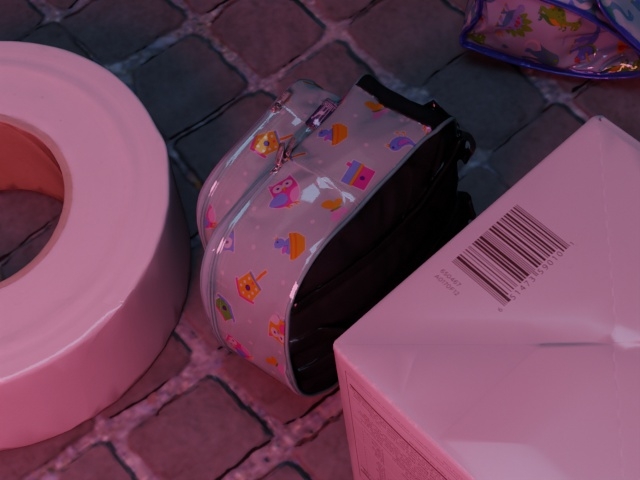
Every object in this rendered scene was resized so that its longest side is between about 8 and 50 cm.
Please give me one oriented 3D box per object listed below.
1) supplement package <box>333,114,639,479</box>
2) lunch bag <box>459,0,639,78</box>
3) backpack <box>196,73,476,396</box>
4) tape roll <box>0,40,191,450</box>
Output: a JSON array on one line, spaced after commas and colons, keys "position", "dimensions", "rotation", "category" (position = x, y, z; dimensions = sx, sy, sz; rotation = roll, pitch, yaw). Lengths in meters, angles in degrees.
[{"position": [0.149, 0.116, 0.771], "dimensions": [0.199, 0.263, 0.198], "rotation": [-40, 63, -18], "category": "supplement package"}, {"position": [0.195, -0.195, 1.058], "dimensions": [0.151, 0.096, 0.129], "rotation": [18, 59, -1], "category": "lunch bag"}, {"position": [0.000, 0.000, 0.911], "dimensions": [0.144, 0.166, 0.188], "rotation": [24, 60, 21], "category": "backpack"}, {"position": [-0.237, -0.001, 0.973], "dimensions": [0.286, 0.100, 0.286], "rotation": [-2, 60, 4], "category": "tape roll"}]
